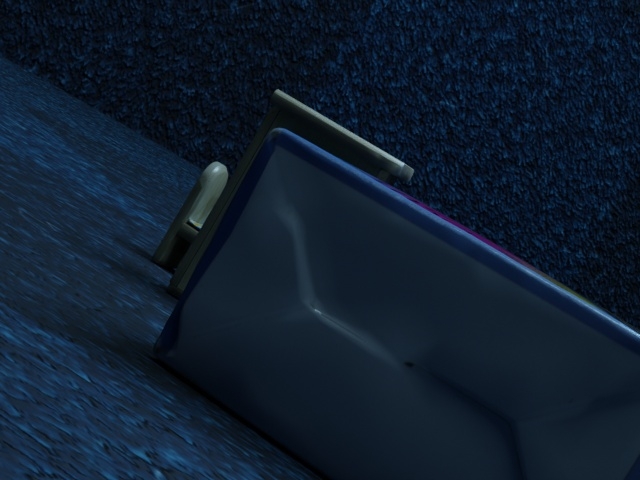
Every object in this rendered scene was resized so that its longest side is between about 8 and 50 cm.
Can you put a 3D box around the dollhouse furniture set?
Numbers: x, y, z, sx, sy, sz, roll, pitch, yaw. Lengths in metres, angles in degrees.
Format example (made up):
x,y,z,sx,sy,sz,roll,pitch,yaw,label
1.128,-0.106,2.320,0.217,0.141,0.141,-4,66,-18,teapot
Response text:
x,y,z,sx,sy,sz,roll,pitch,yaw,label
0.000,0.000,1.292,0.212,0.161,0.242,31,3,14,dollhouse furniture set

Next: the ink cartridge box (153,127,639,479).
x,y,z,sx,sy,sz,roll,pitch,yaw,label
0.113,0.094,1.028,0.270,0.151,0.395,32,1,24,ink cartridge box
